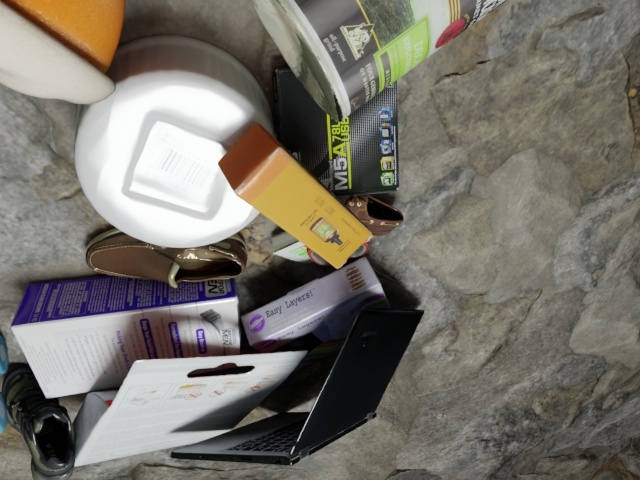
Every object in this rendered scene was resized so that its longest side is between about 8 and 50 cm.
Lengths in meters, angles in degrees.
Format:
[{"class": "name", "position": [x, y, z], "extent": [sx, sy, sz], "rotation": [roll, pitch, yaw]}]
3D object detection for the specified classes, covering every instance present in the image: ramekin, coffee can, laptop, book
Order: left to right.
[{"class": "ramekin", "position": [-0.191, -0.122, 0.600], "extent": [0.278, 0.135, 0.277], "rotation": [-9, 126, -12]}, {"class": "laptop", "position": [-0.017, 0.279, 0.889], "extent": [0.409, 0.236, 0.382], "rotation": [-12, 165, 26]}, {"class": "book", "position": [0.000, 0.000, 0.771], "extent": [0.144, 0.035, 0.096], "rotation": [-22, 148, 34]}, {"class": "coffee can", "position": [0.078, -0.302, 0.504], "extent": [0.276, 0.201, 0.201], "rotation": [-36, 127, 2]}]

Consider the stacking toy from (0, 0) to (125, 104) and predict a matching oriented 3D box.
[{"class": "stacking toy", "position": [-0.228, -0.391, 0.346], "extent": [0.351, 0.351, 0.479], "rotation": [33, 91, -34]}]

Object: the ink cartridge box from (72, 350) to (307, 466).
[{"class": "ink cartridge box", "position": [-0.251, 0.279, 0.809], "extent": [0.309, 0.091, 0.385], "rotation": [8, 133, -38]}]

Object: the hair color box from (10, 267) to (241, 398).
[{"class": "hair color box", "position": [-0.317, 0.156, 0.774], "extent": [0.340, 0.110, 0.185], "rotation": [-5, 127, -13]}]

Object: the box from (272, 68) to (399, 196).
[{"class": "box", "position": [0.026, -0.161, 0.662], "extent": [0.184, 0.045, 0.190], "rotation": [-7, 103, -16]}]

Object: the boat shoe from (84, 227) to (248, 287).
[{"class": "boat shoe", "position": [-0.247, 0.029, 0.713], "extent": [0.258, 0.095, 0.095], "rotation": [-4, 125, -15]}]

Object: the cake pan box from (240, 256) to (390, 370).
[{"class": "cake pan box", "position": [0.005, 0.157, 0.857], "extent": [0.267, 0.070, 0.245], "rotation": [-25, 147, 1]}]

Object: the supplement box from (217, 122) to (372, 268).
[{"class": "supplement box", "position": [-0.024, -0.050, 0.586], "extent": [0.078, 0.080, 0.233], "rotation": [-44, 136, 7]}]

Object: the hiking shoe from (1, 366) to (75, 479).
[{"class": "hiking shoe", "position": [-0.485, 0.308, 0.768], "extent": [0.114, 0.226, 0.086], "rotation": [-48, 161, 30]}]

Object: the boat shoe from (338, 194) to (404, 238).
[{"class": "boat shoe", "position": [0.057, -0.064, 0.754], "extent": [0.207, 0.073, 0.073], "rotation": [18, 150, -36]}]

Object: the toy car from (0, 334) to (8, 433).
[{"class": "toy car", "position": [-0.637, 0.306, 0.732], "extent": [0.220, 0.210, 0.237], "rotation": [-12, 140, -24]}]

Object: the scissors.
[{"class": "scissors", "position": [0.070, 0.050, 0.842], "extent": [0.109, 0.021, 0.297], "rotation": [-16, 155, 17]}]
